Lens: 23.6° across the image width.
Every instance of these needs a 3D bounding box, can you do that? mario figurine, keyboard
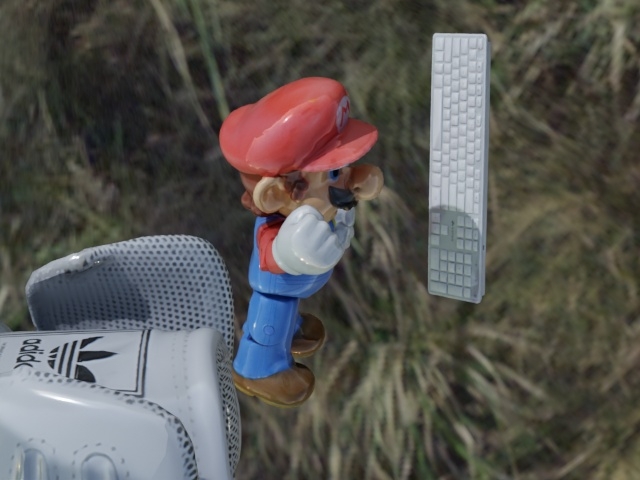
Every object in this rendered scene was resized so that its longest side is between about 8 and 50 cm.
[{"bbox_3d":[0.000,0.000,1.406,0.170,0.198,0.321,-13,129,-26],"label":"mario figurine"},{"bbox_3d":[0.132,-0.070,1.473,0.014,0.072,0.256,-7,101,-45],"label":"keyboard"}]

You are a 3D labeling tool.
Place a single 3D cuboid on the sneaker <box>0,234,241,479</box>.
[{"bbox_3d":[-0.144,0.019,0.396,0.210,0.137,0.366,-22,109,9],"label":"sneaker"}]
